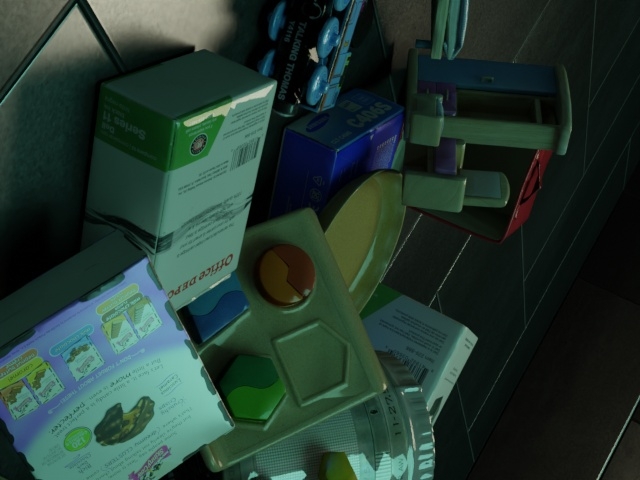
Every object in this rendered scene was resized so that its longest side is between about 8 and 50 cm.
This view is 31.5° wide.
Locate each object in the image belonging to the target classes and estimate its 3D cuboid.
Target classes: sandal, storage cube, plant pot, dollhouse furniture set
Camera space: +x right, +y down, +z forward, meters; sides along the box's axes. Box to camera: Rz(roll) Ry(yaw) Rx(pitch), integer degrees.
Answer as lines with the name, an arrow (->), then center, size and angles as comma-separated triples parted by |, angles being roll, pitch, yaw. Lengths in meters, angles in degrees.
sandal -> 0.046, -0.272, 1.240 | 0.067, 0.040, 0.179 | -57, 158, -17
storage cube -> 0.222, -0.126, 1.596 | 0.193, 0.215, 0.183 | -29, 140, -66
plant pot -> 0.026, 0.019, 1.333 | 0.236, 0.032, 0.236 | -47, 152, -35
dollhouse furniture set -> 0.206, -0.234, 1.288 | 0.286, 0.198, 0.303 | -84, 178, -47

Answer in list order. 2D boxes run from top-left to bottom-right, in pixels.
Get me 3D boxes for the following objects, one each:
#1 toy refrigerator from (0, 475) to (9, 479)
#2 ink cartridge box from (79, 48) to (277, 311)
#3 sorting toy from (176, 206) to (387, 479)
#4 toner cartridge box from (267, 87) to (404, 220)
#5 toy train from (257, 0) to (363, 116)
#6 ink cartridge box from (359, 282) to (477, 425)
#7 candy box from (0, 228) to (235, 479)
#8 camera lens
toy refrigerator -> -0.274, 0.265, 1.016 | 0.094, 0.102, 0.269 | -58, 158, -16
ink cartridge box -> -0.130, -0.048, 1.014 | 0.153, 0.087, 0.208 | -33, 143, -53
sorting toy -> -0.035, 0.135, 1.136 | 0.229, 0.307, 0.041 | -21, 176, -31
toner cartridge box -> 0.000, 0.000, 1.397 | 0.165, 0.075, 0.348 | -37, 147, -51
toy train -> -0.005, -0.215, 1.142 | 0.105, 0.080, 0.184 | -36, 146, -66
ink cartridge box -> 0.057, 0.209, 1.587 | 0.289, 0.211, 0.121 | -62, 161, -4
candy box -> -0.185, 0.119, 0.936 | 0.165, 0.070, 0.196 | -33, 124, -17
camera lens -> -0.041, 0.234, 1.259 | 0.274, 0.219, 0.219 | -4, 123, -29
